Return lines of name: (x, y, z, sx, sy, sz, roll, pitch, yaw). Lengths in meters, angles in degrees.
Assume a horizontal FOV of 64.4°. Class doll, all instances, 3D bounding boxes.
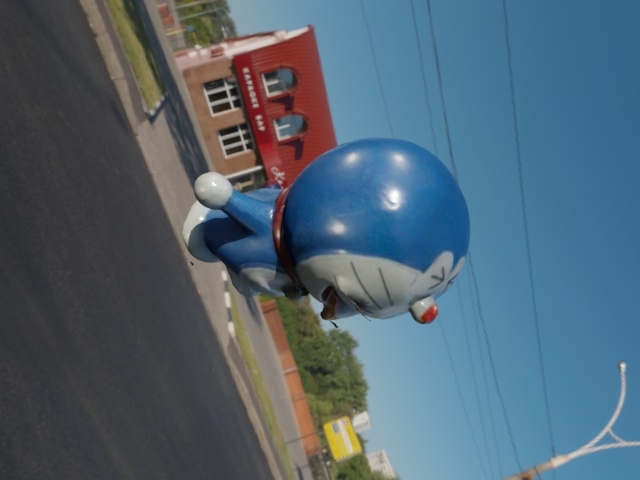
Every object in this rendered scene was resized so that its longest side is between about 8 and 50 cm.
doll: (0.000, 0.000, 0.456, 0.215, 0.256, 0.161, 33, 55, -47)
